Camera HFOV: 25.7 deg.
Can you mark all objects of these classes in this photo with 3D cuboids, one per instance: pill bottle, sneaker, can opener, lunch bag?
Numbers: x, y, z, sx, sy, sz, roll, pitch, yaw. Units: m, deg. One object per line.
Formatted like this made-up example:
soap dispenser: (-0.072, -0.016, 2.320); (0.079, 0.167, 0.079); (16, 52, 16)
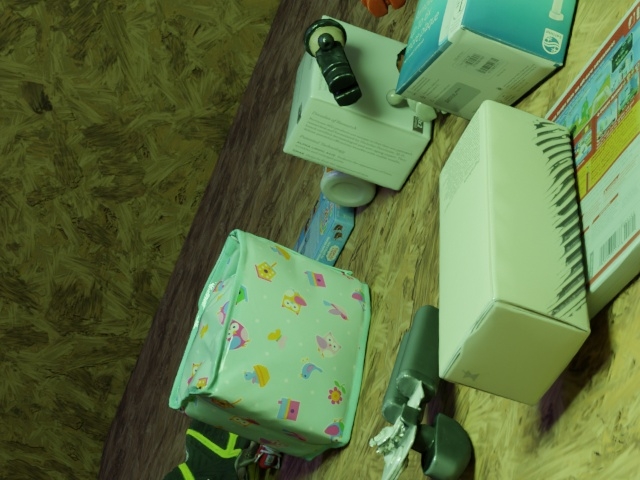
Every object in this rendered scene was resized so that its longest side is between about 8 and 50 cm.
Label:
pill bottle: (0.052, -0.134, 2.138); (0.086, 0.086, 0.152); (126, 159, -55)
sneaker: (-0.164, 0.403, 2.125); (0.385, 0.145, 0.147); (-58, -36, -53)
sneaker: (-0.069, 0.304, 2.121); (0.118, 0.042, 0.067); (113, 174, -56)
can opener: (0.108, 0.168, 1.463); (0.280, 0.093, 0.074); (-75, 11, -61)
lunch bag: (-0.056, 0.133, 1.885); (0.160, 0.223, 0.262); (-37, 35, 57)

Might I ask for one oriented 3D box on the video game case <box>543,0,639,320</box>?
video game case: (0.251, -0.059, 1.272); (0.204, 0.025, 0.285); (123, 161, -51)

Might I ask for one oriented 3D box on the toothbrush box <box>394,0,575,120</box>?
toothbrush box: (0.207, -0.312, 1.614); (0.216, 0.126, 0.296); (141, 147, -69)

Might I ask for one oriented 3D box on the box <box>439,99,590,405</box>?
box: (0.168, 0.004, 1.259); (0.275, 0.094, 0.113); (-85, 17, -46)

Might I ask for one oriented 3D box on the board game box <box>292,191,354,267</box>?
board game box: (0.000, 0.000, 2.281); (0.160, 0.039, 0.211); (-87, 19, -52)

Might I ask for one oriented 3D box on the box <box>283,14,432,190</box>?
box: (0.058, -0.193, 1.968); (0.119, 0.181, 0.181); (120, 164, -45)

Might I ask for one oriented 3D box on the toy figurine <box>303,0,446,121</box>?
toy figurine: (0.100, -0.277, 1.830); (0.148, 0.209, 0.213); (-109, 35, -48)
